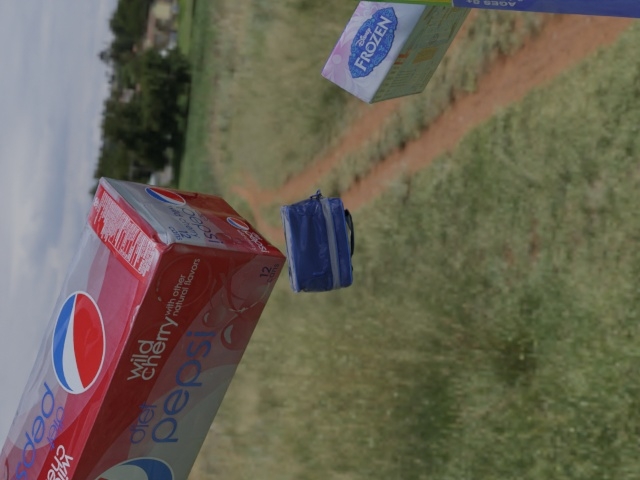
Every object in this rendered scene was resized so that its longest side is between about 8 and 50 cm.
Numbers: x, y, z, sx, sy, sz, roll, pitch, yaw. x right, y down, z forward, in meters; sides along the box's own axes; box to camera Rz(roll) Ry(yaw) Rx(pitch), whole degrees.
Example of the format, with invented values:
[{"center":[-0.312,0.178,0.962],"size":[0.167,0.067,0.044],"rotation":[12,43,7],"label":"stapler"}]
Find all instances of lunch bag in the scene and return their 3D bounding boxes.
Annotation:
[{"center":[0.000,0.000,0.974],"size":[0.067,0.065,0.098],"rotation":[-158,61,-81],"label":"lunch bag"}]

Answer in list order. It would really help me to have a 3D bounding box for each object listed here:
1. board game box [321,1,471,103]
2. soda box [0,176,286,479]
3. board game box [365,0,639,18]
[{"center":[0.140,-0.307,1.103],"size":[0.318,0.066,0.318],"rotation":[-59,-8,16],"label":"board game box"},{"center":[-0.123,0.098,0.623],"size":[0.083,0.092,0.263],"rotation":[41,114,43],"label":"soda box"},{"center":[0.124,-0.156,0.392],"size":[0.213,0.317,0.046],"rotation":[57,-139,-70],"label":"board game box"}]
